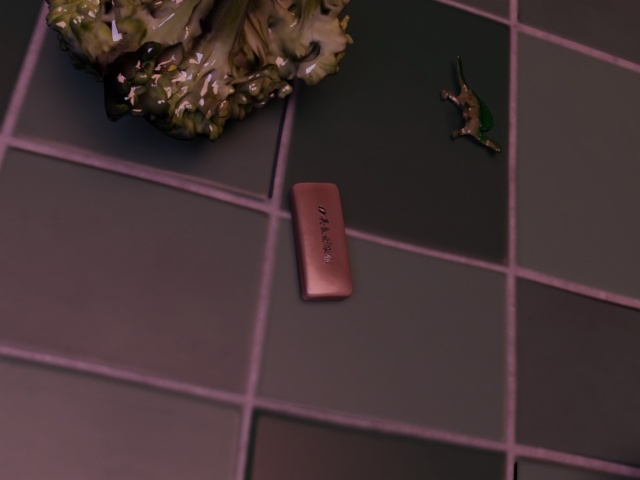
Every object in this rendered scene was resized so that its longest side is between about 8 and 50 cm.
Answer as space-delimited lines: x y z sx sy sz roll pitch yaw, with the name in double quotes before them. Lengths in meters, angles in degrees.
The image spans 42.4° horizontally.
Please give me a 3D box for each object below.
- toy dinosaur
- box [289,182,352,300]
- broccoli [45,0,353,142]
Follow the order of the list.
"toy dinosaur" 0.165 -0.148 0.902 0.060 0.029 0.119 9 59 -34
"box" 0.000 0.000 0.770 0.048 0.025 0.115 2 67 -22
"broccoli" -0.090 -0.206 0.697 0.263 0.243 0.247 29 47 -13
